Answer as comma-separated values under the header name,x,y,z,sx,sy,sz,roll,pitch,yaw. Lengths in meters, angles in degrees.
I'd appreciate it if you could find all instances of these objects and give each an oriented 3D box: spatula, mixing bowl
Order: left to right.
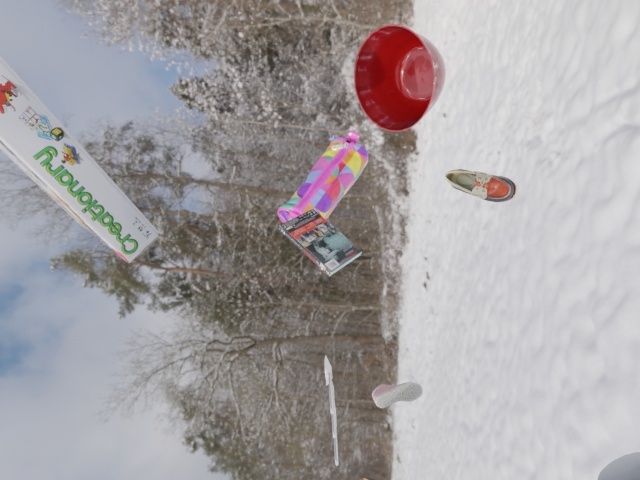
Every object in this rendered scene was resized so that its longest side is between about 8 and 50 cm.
name,x,y,z,sx,sy,sz,roll,pitch,yaw
spatula,0.025,0.393,1.036,0.242,0.019,0.168,-85,-9,-80
mixing bowl,0.161,-0.301,0.805,0.098,0.182,0.181,-26,-49,-35

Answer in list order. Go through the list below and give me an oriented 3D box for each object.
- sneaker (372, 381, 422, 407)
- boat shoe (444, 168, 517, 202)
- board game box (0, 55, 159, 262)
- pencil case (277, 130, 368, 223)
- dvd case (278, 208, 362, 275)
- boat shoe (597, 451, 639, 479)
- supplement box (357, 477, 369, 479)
name,x,y,z,sx,sy,sz,roll,pitch,yaw
sneaker,0.200,0.405,1.172,0.070,0.135,0.050,173,85,-79
boat shoe,0.286,-0.102,0.789,0.043,0.137,0.049,7,-75,-36
board game box,-0.322,-0.117,0.471,0.053,0.193,0.305,-47,-48,-21
pencil case,0.009,-0.118,0.923,0.236,0.105,0.104,-57,-20,-19
dvd case,0.000,0.000,0.729,0.087,0.119,0.013,-31,-26,-43
boat shoe,0.651,0.520,0.815,0.156,0.136,0.367,59,-171,19
supplement box,0.084,0.739,0.927,0.195,0.194,0.356,50,-160,-40
